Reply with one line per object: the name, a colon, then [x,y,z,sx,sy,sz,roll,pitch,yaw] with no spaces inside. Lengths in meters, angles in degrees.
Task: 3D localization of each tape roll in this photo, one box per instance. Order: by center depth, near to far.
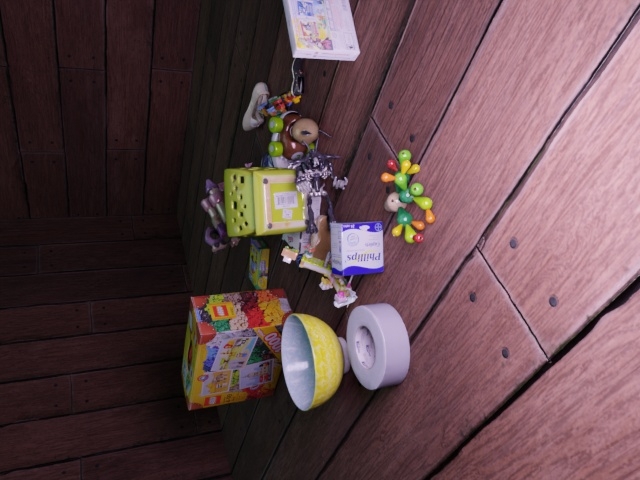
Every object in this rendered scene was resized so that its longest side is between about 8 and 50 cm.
tape roll: [0.147,0.276,1.463,0.219,0.072,0.219,176,90,-67]

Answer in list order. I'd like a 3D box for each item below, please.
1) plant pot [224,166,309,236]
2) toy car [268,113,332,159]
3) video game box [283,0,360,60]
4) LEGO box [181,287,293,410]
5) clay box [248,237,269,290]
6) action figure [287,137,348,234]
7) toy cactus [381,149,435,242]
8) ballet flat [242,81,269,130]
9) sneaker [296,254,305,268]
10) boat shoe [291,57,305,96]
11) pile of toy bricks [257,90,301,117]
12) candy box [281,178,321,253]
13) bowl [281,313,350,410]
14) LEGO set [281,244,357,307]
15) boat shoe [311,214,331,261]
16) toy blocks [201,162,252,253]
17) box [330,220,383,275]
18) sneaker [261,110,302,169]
plant pot: [-0.158,-0.123,1.762,0.207,0.228,0.227,5,99,55]
toy car: [-0.052,-0.327,1.767,0.188,0.155,0.149,14,106,53]
video game box: [0.000,-0.597,1.540,0.048,0.187,0.205,139,125,-61]
LEGO box: [-0.341,0.437,2.237,0.193,0.372,0.500,-116,32,-41]
clay box: [-0.270,0.113,2.428,0.127,0.053,0.222,-135,47,-58]
action figure: [-0.002,-0.163,1.654,0.141,0.164,0.276,-145,45,-73]
toy cactus: [0.186,-0.094,1.307,0.180,0.112,0.219,149,107,-75]
ballet flat: [-0.261,-0.532,2.300,0.248,0.086,0.086,114,145,-45]
sneaker: [-0.061,0.060,1.920,0.144,0.059,0.053,27,134,65]
boat shoe: [-0.071,-0.557,1.895,0.042,0.049,0.133,1,86,39]
pile of toy bricks: [-0.140,-0.464,2.013,0.212,0.118,0.105,4,129,58]
candy box: [-0.065,-0.090,1.902,0.159,0.071,0.233,39,127,57]
bowl: [-0.001,0.361,1.709,0.289,0.156,0.289,176,90,-67]
LEGO set: [0.016,0.070,1.662,0.287,0.132,0.107,40,127,30]
boat shoe: [0.000,0.000,1.786,0.059,0.063,0.170,-147,66,-65]
toy blocks: [-0.344,-0.160,2.229,0.260,0.288,0.309,60,152,15]
box: [0.097,0.019,1.474,0.072,0.126,0.137,-173,80,-65]
sneaker: [-0.152,-0.321,1.996,0.236,0.130,0.323,41,136,53]
